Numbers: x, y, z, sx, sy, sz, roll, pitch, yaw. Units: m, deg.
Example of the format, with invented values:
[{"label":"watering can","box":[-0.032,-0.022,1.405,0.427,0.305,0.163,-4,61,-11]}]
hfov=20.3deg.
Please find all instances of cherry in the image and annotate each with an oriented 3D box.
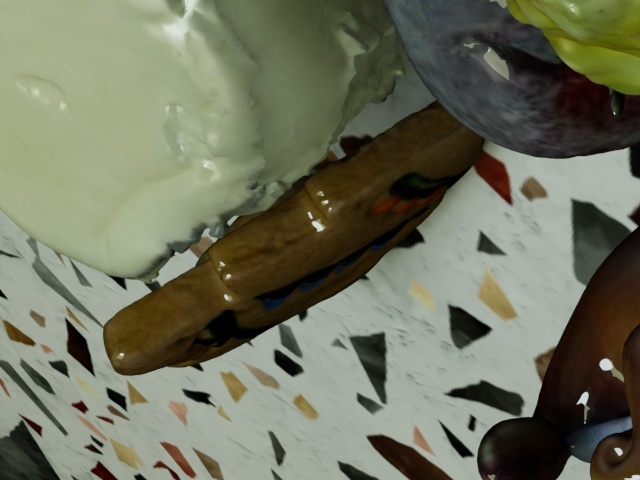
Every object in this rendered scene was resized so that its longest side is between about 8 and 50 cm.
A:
[{"label":"cherry","box":[0.110,-0.138,0.841,0.195,0.195,0.195,33,150,22]}]

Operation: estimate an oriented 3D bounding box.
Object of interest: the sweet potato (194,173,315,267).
[{"label":"sweet potato","box":[-0.038,0.005,1.352,0.075,0.075,0.273,44,150,1]}]

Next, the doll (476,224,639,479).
[{"label":"doll","box":[0.264,0.063,0.789,0.340,0.318,0.209,3,117,57]}]

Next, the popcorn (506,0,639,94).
[{"label":"popcorn","box":[0.189,-0.133,0.631,0.282,0.282,0.247,63,-179,-30]}]

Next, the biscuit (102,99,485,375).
[{"label":"biscuit","box":[0.001,0.001,1.127,0.301,0.278,0.043,-41,77,41]}]

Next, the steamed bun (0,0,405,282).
[{"label":"steamed bun","box":[-0.105,-0.160,1.046,0.334,0.233,0.312,-19,111,51]}]
